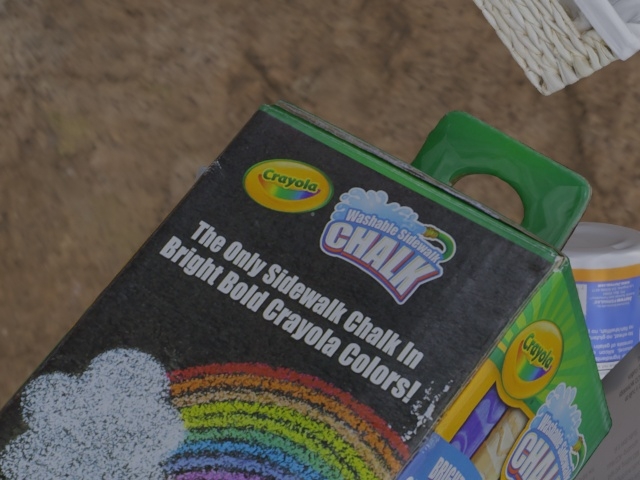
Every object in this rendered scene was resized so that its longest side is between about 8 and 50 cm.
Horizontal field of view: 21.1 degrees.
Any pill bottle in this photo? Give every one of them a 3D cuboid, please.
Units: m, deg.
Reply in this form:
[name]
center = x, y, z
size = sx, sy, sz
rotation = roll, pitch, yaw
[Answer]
[pill bottle]
center = 0.289, 0.127, 1.909
size = 0.152, 0.152, 0.272
rotation = -6, 106, -17

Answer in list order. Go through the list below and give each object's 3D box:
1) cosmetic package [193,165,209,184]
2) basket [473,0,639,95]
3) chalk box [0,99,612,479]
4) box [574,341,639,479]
[cosmetic package]
center = 0.000, 0.000, 1.554
size = 0.238, 0.127, 0.107
rotation = 5, 109, -46
[basket]
center = 0.196, -0.191, 1.205
size = 0.113, 0.103, 0.167
rotation = 54, 49, -5
[chalk box]
center = 0.014, 0.070, 0.809
size = 0.289, 0.180, 0.179
rotation = -50, 149, -16
[box]
center = 0.205, 0.222, 0.993
size = 0.058, 0.232, 0.322
rotation = 6, 64, -11
